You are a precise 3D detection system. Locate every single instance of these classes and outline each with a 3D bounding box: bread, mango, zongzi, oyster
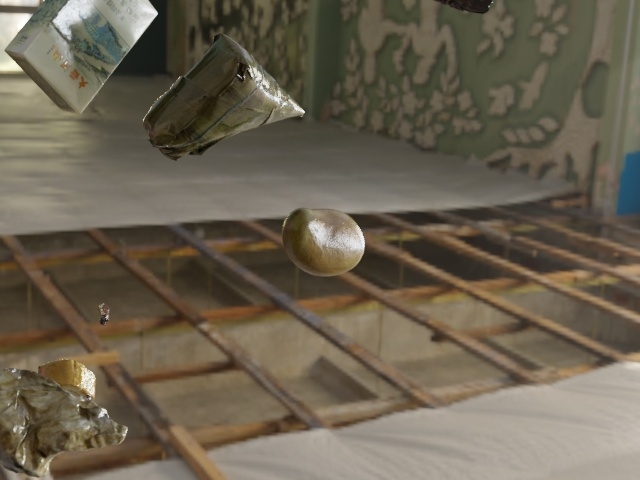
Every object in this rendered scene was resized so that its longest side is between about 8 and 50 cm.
[{"bbox_3d":[-0.522,0.300,1.969,0.122,0.073,0.149,-11,152,8],"label":"bread"},{"bbox_3d":[0.000,0.000,1.879,0.099,0.136,0.227,29,-177,36],"label":"mango"},{"bbox_3d":[-0.180,-0.227,1.849,0.125,0.251,0.274,55,-169,32],"label":"zongzi"},{"bbox_3d":[-0.436,0.237,1.303,0.341,0.166,0.110,23,-123,-5],"label":"oyster"}]

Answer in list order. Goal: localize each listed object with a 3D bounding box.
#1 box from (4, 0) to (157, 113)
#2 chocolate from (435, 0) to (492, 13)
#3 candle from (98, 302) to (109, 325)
[{"bbox_3d":[-0.430,-0.381,1.770,0.069,0.256,0.164,17,157,39],"label":"box"},{"bbox_3d":[0.143,-0.339,1.234,0.182,0.086,0.028,19,-174,33],"label":"chocolate"},{"bbox_3d":[-0.501,0.170,2.258,0.026,0.021,0.167,1,-172,-14],"label":"candle"}]
